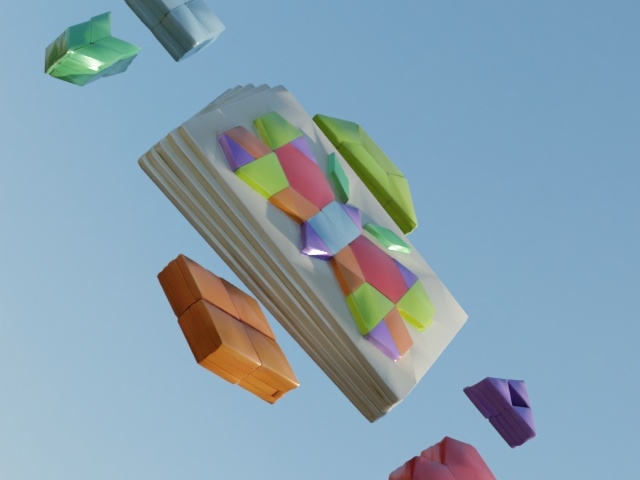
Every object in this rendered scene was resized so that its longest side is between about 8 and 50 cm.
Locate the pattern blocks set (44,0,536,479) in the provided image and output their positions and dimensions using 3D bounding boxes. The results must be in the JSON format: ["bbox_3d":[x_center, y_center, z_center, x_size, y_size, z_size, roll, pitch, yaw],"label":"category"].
[{"bbox_3d":[0.000,0.000,0.681,0.026,0.285,0.325,-39,-76,25],"label":"pattern blocks set"}]
